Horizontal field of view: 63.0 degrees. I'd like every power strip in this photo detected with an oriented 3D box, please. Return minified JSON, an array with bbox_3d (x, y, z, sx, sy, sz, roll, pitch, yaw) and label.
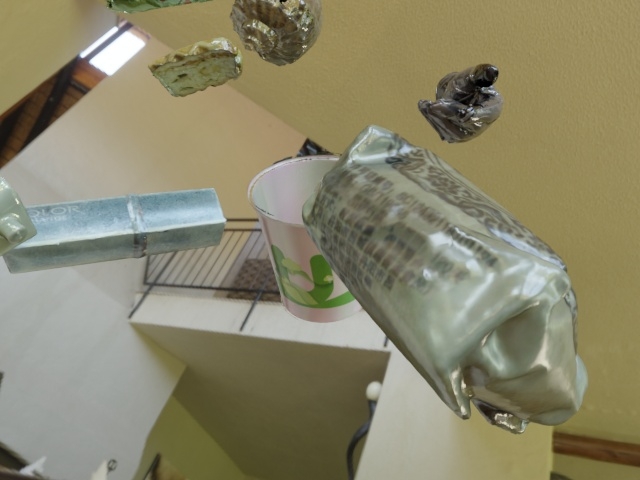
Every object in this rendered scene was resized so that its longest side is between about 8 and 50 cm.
[{"bbox_3d":[-0.462,-0.098,0.601,0.385,0.062,0.091,32,-35,21],"label":"power strip"}]

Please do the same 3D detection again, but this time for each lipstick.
[{"bbox_3d":[-0.286,-0.017,0.737,0.289,0.077,0.076,-8,-29,-27],"label":"lipstick"}]

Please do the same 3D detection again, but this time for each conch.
[{"bbox_3d":[-0.058,-0.368,0.856,0.130,0.207,0.155,31,-24,7],"label":"conch"}]

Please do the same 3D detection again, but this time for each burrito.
[{"bbox_3d":[-0.234,-0.443,0.871,0.288,0.104,0.054,-5,-11,14],"label":"burrito"}]

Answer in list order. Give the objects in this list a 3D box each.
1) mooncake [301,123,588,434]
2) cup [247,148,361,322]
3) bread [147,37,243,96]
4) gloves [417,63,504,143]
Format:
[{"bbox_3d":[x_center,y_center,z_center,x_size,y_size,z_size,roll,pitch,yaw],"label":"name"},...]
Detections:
[{"bbox_3d":[0.112,0.031,0.448,0.254,0.136,0.250,49,5,38],"label":"mooncake"},{"bbox_3d":[0.000,0.000,1.023,0.253,0.253,0.274,10,-51,18],"label":"cup"},{"bbox_3d":[-0.312,-0.446,1.336,0.232,0.088,0.128,-15,-32,6],"label":"bread"},{"bbox_3d":[0.234,-0.228,0.850,0.119,0.285,0.142,31,-62,6],"label":"gloves"}]
